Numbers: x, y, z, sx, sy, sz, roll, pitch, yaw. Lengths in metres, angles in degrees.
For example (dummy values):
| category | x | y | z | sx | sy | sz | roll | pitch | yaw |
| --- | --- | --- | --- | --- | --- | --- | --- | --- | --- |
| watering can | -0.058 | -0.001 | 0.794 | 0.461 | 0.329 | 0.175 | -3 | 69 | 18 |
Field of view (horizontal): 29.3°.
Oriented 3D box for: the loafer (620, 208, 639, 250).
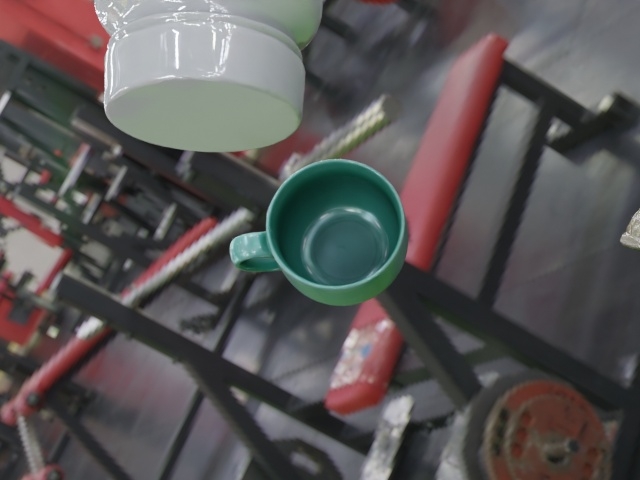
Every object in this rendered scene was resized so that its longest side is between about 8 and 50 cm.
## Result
| category | x | y | z | sx | sy | sz | roll | pitch | yaw |
| --- | --- | --- | --- | --- | --- | --- | --- | --- | --- |
| loafer | 0.329 | -0.006 | 1.141 | 0.148 | 0.056 | 0.050 | -156 | 77 | -69 |

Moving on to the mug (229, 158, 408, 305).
| category | x | y | z | sx | sy | sz | roll | pitch | yaw |
| --- | --- | --- | --- | --- | --- | --- | --- | --- | --- |
| mug | 0.007 | -0.007 | 1.179 | 0.097 | 0.158 | 0.129 | 64 | -133 | -72 |

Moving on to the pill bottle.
| category | x | y | z | sx | sy | sz | roll | pitch | yaw |
| --- | --- | --- | --- | --- | --- | --- | --- | --- | --- |
| pill bottle | -0.076 | -0.217 | 0.865 | 0.160 | 0.160 | 0.283 | 150 | 125 | -61 |
